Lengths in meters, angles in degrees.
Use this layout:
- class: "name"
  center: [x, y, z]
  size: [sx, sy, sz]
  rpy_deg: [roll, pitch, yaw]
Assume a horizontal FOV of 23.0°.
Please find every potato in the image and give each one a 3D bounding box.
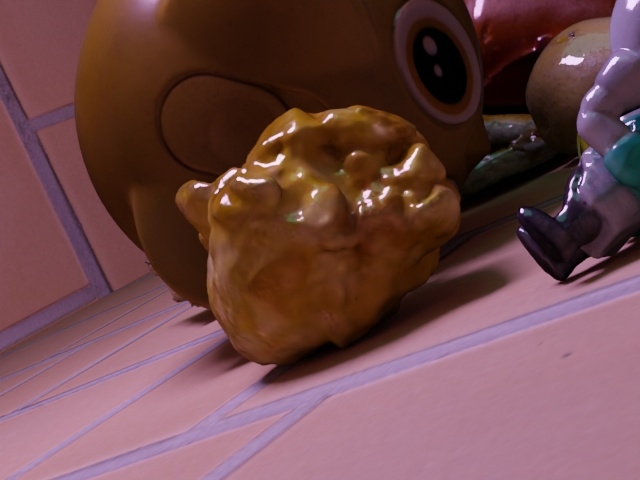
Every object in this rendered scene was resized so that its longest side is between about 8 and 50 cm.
- class: "potato"
  center: [0.320, -0.170, 1.695]
  size: [0.194, 0.157, 0.157]
  rpy_deg: [-5, 17, 40]

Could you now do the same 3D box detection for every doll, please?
- class: "doll"
  center: [0.236, -0.096, 1.039]
  size: [0.258, 0.153, 0.195]
  rpy_deg: [-27, -20, -33]

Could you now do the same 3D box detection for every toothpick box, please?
- class: "toothpick box"
  center: [-0.033, -0.138, 1.540]
  size: [0.409, 0.409, 0.425]
  rpy_deg: [-25, 9, 13]

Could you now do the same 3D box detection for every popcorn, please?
- class: "popcorn"
  center: [-0.004, 0.000, 1.237]
  size: [0.191, 0.190, 0.253]
  rpy_deg: [5, -19, -20]

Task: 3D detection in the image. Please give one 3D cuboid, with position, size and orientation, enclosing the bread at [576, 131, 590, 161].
- class: "bread"
  center: [0.296, -0.108, 1.455]
  size: [0.130, 0.071, 0.139]
  rpy_deg: [-29, 3, 16]

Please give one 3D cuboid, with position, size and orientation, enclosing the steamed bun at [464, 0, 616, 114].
- class: "steamed bun"
  center: [0.284, -0.282, 1.992]
  size: [0.235, 0.248, 0.379]
  rpy_deg: [1, -1, 7]

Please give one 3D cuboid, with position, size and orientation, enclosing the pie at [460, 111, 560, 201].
- class: "pie"
  center: [0.200, -0.105, 1.888]
  size: [0.257, 0.105, 0.274]
  rpy_deg: [-11, 5, 8]

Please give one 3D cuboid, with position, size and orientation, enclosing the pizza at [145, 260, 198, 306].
- class: "pizza"
  center: [-0.100, 0.025, 2.045]
  size: [0.223, 0.089, 0.323]
  rpy_deg: [-13, 10, 45]
